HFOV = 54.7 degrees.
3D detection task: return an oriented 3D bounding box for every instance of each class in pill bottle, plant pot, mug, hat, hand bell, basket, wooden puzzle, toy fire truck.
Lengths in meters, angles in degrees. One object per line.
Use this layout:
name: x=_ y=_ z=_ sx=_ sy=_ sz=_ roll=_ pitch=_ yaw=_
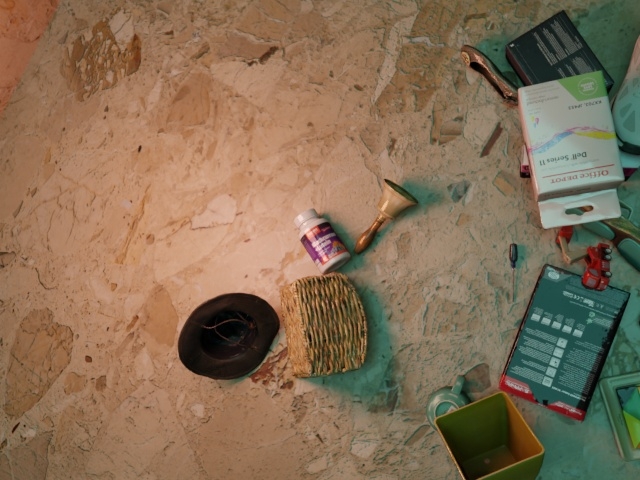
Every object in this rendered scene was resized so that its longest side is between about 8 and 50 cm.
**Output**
pill bottle: x=0.000 y=0.000 z=1.917 sx=0.108 sy=0.108 sz=0.193 roll=-36 pitch=75 yaw=10
plant pot: x=0.449 y=0.567 z=1.632 sx=0.212 sy=0.187 sz=0.212 roll=-21 pitch=35 yaw=-3
mug: x=0.361 y=0.470 z=1.753 sx=0.129 sy=0.097 sz=0.158 roll=-14 pitch=80 yaw=15
hat: x=-0.299 y=0.272 z=1.946 sx=0.331 sy=0.331 sz=0.134 roll=-45 pitch=35 yaw=8
hand bell: x=0.176 y=-0.054 z=1.885 sx=0.126 sy=0.126 sz=0.242 roll=40 pitch=107 yaw=18
basket: x=0.013 y=0.259 z=1.891 sx=0.213 sy=0.223 sz=0.299 roll=-8 pitch=79 yaw=-17
wooden puzzle: x=0.883 y=0.450 z=1.622 sx=0.238 sy=0.044 sz=0.221 roll=-16 pitch=79 yaw=15
toy fire truck: x=0.709 y=0.042 z=1.671 sx=0.135 sy=0.047 sz=0.192 roll=13 pitch=48 yaw=13

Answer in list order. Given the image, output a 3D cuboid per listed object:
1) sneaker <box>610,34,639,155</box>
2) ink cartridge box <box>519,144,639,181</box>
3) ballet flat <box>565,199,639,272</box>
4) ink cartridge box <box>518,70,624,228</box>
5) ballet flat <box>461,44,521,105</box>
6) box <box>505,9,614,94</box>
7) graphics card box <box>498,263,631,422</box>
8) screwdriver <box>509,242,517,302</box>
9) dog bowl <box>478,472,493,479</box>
sneaker: x=0.837 y=-0.445 z=1.554 sx=0.169 sy=0.257 sz=0.447 roll=12 pitch=61 yaw=23
ink cartridge box: x=0.736 y=-0.209 z=1.678 sx=0.371 sy=0.176 sz=0.069 roll=2 pitch=84 yaw=17
ballet flat: x=0.826 y=-0.026 z=1.668 sx=0.348 sy=0.123 sz=0.123 roll=42 pitch=97 yaw=17
ink cartridge box: x=0.630 y=-0.221 z=1.555 sx=0.207 sy=0.119 sz=0.353 roll=-10 pitch=80 yaw=15
ballet flat: x=0.503 y=-0.488 z=1.839 sx=0.058 sy=0.084 sz=0.250 roll=-45 pitch=79 yaw=6
box: x=0.676 y=-0.489 z=1.770 sx=0.184 sy=0.103 sz=0.261 roll=-29 pitch=76 yaw=9
graphics card box: x=0.659 y=0.273 z=1.688 sx=0.233 sy=0.094 sz=0.371 roll=20 pitch=91 yaw=19
screwdriver: x=0.556 y=0.093 z=1.785 sx=0.024 sy=0.025 sz=0.170 roll=0 pitch=92 yaw=17
dog bowl: x=0.525 y=0.758 z=1.681 sx=0.297 sy=0.074 sz=0.166 roll=36 pitch=95 yaw=19
